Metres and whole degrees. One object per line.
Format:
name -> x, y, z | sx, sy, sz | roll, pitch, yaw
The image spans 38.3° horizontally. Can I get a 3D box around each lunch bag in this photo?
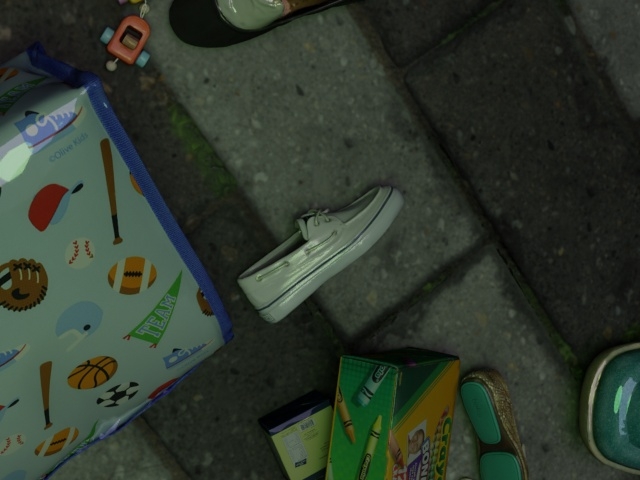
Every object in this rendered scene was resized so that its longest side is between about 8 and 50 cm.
lunch bag -> -0.296, 0.054, 0.925 | 0.327, 0.239, 0.385 | -36, 126, -13

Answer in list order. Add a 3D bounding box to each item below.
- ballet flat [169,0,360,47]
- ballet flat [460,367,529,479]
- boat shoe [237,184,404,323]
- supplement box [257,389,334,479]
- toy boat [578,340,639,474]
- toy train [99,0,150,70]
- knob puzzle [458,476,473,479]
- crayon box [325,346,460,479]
ballet flat -> -0.037, -0.298, 1.057 | 0.280, 0.096, 0.095 | -23, 101, -14
ballet flat -> 0.238, 0.261, 1.201 | 0.067, 0.073, 0.206 | -26, 106, -47
boat shoe -> 0.000, 0.000, 1.097 | 0.226, 0.083, 0.076 | -43, 106, -9
supplement box -> -0.018, 0.242, 1.123 | 0.083, 0.056, 0.083 | -25, 101, -14
toy boat -> 0.475, 0.292, 1.234 | 0.267, 0.148, 0.318 | 2, 93, -18
toy train -> -0.243, -0.274, 1.021 | 0.166, 0.046, 0.125 | 36, 83, -17
knob puzzle -> 0.187, 0.410, 1.214 | 0.213, 0.030, 0.213 | -1, 94, -18
crayon box -> 0.082, 0.274, 1.102 | 0.165, 0.081, 0.279 | 4, 94, -57
